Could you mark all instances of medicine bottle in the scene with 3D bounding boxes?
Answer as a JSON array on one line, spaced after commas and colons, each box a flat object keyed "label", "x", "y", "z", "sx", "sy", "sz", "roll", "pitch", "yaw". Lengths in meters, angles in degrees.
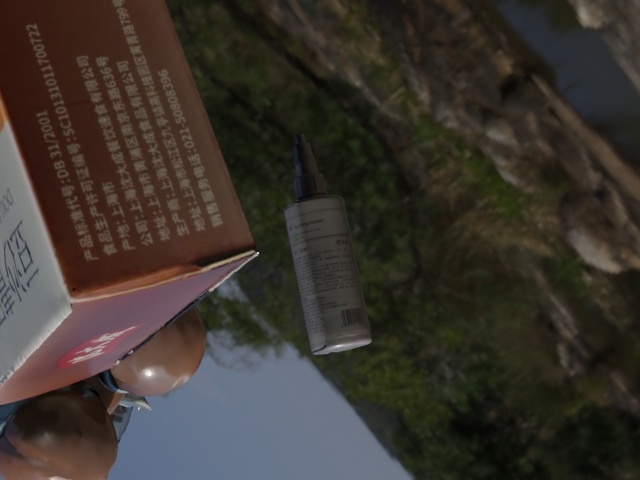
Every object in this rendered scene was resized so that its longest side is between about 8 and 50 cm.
[{"label": "medicine bottle", "x": 0.000, "y": 0.000, "z": 1.039, "sx": 0.057, "sy": 0.057, "sz": 0.199, "roll": 54, "pitch": -156, "yaw": -80}]

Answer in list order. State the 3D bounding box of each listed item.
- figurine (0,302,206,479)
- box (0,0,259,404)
[{"label": "figurine", "x": -0.298, "y": 0.178, "z": 1.369, "sx": 0.248, "sy": 0.277, "sz": 0.388, "roll": 34, "pitch": 158, "yaw": 5}, {"label": "box", "x": -0.218, "y": -0.106, "z": 0.808, "sx": 0.344, "sy": 0.122, "sz": 0.385, "roll": -36, "pitch": 73, "yaw": 60}]
